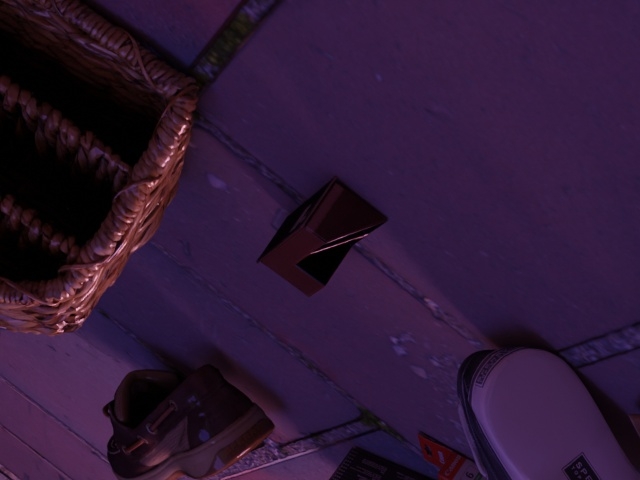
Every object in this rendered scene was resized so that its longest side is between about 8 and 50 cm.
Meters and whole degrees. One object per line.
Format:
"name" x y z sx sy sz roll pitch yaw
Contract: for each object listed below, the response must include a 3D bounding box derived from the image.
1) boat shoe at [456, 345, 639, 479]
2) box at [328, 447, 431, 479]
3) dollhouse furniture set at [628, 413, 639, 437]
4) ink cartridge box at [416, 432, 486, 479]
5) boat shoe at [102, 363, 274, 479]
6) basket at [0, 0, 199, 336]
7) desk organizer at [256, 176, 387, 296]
"boat shoe" 0.192 0.212 1.420 0.301 0.108 0.102 57 165 -8
"box" 0.154 0.321 1.854 0.270 0.060 0.216 18 154 42
"dollhouse furniture set" 0.229 0.186 1.358 0.114 0.081 0.091 63 -175 11
"ink cartridge box" 0.132 0.222 1.712 0.115 0.029 0.063 27 159 24
"boat shoe" -0.165 0.187 2.028 0.123 0.123 0.342 54 158 -7
"basket" -0.269 -0.080 1.425 0.299 0.213 0.223 35 161 3
"desk organizer" 0.000 0.000 1.406 0.050 0.047 0.130 36 161 -6
